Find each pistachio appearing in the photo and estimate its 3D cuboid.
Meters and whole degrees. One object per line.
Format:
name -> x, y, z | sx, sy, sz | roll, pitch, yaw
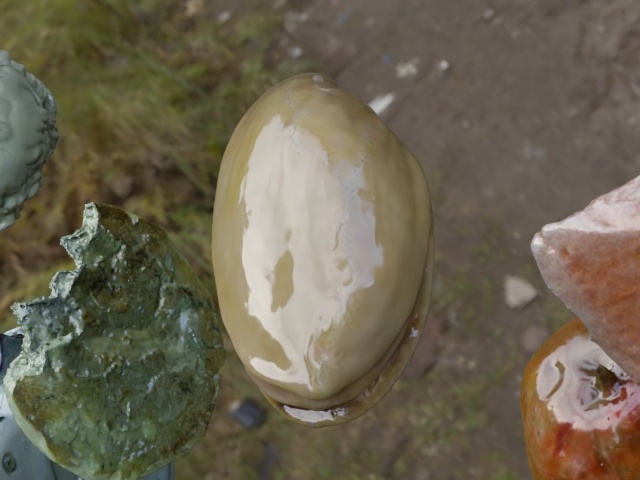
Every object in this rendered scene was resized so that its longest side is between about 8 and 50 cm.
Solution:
pistachio -> 0.000, 0.000, 1.367 | 0.181, 0.162, 0.293 | -8, 69, 12

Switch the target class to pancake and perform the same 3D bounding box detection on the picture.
pancake -> -0.094, 0.053, 0.820 | 0.022, 0.116, 0.129 | -14, 36, 47

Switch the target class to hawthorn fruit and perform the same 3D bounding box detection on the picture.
hawthorn fruit -> 0.344, 0.188, 1.965 | 0.277, 0.298, 0.277 | -9, 66, 23

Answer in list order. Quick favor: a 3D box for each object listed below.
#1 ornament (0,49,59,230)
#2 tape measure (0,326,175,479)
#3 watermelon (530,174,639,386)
ornament -> -0.313, -0.054, 1.131 | 0.285, 0.120, 0.130 | -9, 37, 11
tape measure -> -0.098, 0.169, 0.997 | 0.084, 0.330, 0.164 | -9, 54, 33
watermelon -> 0.282, 0.043, 0.893 | 0.292, 0.283, 0.250 | -26, 71, -21
